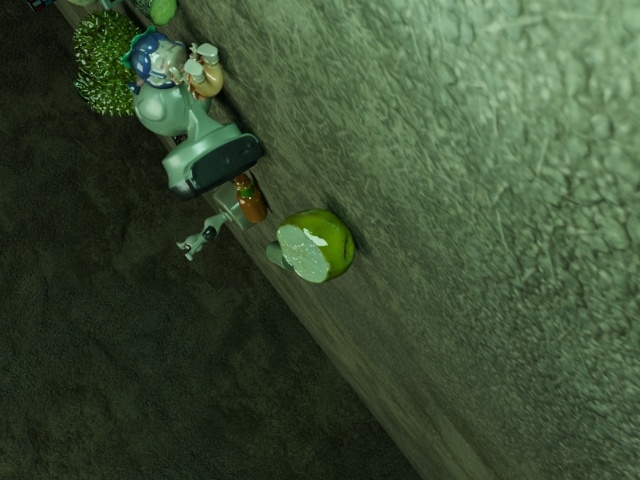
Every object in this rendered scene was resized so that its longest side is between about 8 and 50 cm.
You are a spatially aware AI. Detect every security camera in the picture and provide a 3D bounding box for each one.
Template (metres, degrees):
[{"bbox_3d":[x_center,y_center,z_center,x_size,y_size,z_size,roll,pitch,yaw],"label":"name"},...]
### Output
[{"bbox_3d":[-0.271,-0.239,1.105,0.191,0.197,0.277,1,122,62],"label":"security camera"}]

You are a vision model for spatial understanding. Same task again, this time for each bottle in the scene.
[{"bbox_3d":[-0.106,0.043,1.603,0.072,0.072,0.201,55,169,-14],"label":"bottle"},{"bbox_3d":[-0.191,-0.117,1.469,0.069,0.069,0.187,48,167,24],"label":"bottle"}]

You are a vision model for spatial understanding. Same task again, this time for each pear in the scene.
[{"bbox_3d":[0.000,0.000,0.941,0.141,0.104,0.141,28,142,25],"label":"pear"}]

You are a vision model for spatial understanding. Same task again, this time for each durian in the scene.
[{"bbox_3d":[-0.529,-0.455,1.440,0.291,0.224,0.291,16,111,50],"label":"durian"}]

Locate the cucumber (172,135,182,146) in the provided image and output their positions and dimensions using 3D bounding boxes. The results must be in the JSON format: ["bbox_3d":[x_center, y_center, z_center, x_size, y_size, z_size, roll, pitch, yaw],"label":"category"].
[{"bbox_3d":[-0.516,-0.360,2.068,0.067,0.067,0.245,46,167,30],"label":"cucumber"}]

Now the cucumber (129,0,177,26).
[{"bbox_3d":[-0.348,-0.477,0.970,0.293,0.067,0.068,47,168,29],"label":"cucumber"}]

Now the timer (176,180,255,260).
[{"bbox_3d":[-0.341,-0.050,1.746,0.175,0.266,0.175,46,170,11],"label":"timer"}]

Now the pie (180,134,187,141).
[{"bbox_3d":[-0.435,-0.304,1.937,0.182,0.049,0.182,55,169,16],"label":"pie"}]

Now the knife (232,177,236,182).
[{"bbox_3d":[-0.326,-0.260,1.687,0.247,0.018,0.035,47,154,20],"label":"knife"}]

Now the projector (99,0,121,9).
[{"bbox_3d":[-0.518,-0.619,1.235,0.147,0.061,0.115,48,170,24],"label":"projector"}]

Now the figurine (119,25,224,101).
[{"bbox_3d":[-0.257,-0.297,0.937,0.194,0.111,0.102,27,159,20],"label":"figurine"}]

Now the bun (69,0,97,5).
[{"bbox_3d":[-0.665,-0.708,1.439,0.164,0.111,0.188,55,173,4],"label":"bun"}]

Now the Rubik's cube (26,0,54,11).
[{"bbox_3d":[-0.921,-0.887,1.746,0.184,0.187,0.182,56,169,-8],"label":"Rubik's cube"}]
